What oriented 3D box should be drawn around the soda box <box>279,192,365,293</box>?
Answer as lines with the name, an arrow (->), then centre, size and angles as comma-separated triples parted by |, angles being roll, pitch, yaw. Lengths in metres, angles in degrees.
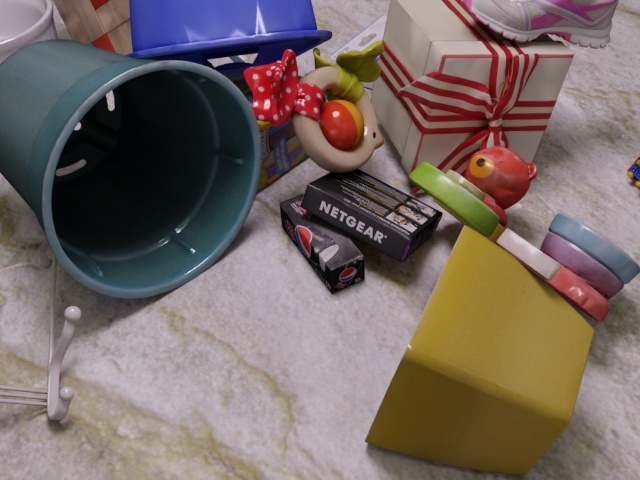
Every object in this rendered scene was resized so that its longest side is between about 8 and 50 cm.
soda box -> 0.000, 0.000, 1.150 | 0.060, 0.053, 0.169 | -22, 47, -19

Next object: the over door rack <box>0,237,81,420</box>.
over door rack -> -0.446, 0.072, 0.986 | 0.240, 0.108, 0.324 | 15, 36, -34

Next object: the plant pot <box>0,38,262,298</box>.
plant pot -> -0.322, -0.141, 1.136 | 0.341, 0.341, 0.334 | -34, 45, -27

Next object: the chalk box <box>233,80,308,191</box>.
chalk box -> -0.127, -0.174, 1.276 | 0.132, 0.132, 0.213 | 32, 54, 30

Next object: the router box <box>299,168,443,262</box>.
router box -> 0.078, -0.047, 1.152 | 0.179, 0.046, 0.133 | 29, 31, 18

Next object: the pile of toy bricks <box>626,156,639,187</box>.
pile of toy bricks -> 0.575, -0.073, 1.174 | 0.105, 0.118, 0.212 | 21, 30, -22

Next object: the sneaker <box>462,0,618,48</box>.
sneaker -> 0.335, -0.365, 1.140 | 0.253, 0.111, 0.103 | -1, 39, -18

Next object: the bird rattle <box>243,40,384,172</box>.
bird rattle -> 0.015, -0.202, 1.152 | 0.143, 0.206, 0.253 | -18, 13, 38

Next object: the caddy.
caddy -> -0.154, -0.351, 1.248 | 0.342, 0.179, 0.241 | -7, 11, 2

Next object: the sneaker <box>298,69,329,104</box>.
sneaker -> -0.022, -0.279, 1.404 | 0.080, 0.094, 0.212 | -32, 52, -25

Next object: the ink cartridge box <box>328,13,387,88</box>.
ink cartridge box -> 0.157, -0.365, 1.515 | 0.208, 0.045, 0.206 | 27, 52, 25

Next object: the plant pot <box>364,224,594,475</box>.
plant pot -> 0.194, 0.151, 0.895 | 0.187, 0.212, 0.212 | 25, 50, 10

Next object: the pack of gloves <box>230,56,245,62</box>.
pack of gloves -> -0.183, -0.319, 1.420 | 0.195, 0.046, 0.232 | -18, 18, -22

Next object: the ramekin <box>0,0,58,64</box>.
ramekin -> -0.660, -0.395, 1.524 | 0.278, 0.135, 0.277 | -1, 45, 1

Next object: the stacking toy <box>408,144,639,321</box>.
stacking toy -> 0.277, -0.042, 1.014 | 0.309, 0.279, 0.130 | 40, 97, 31

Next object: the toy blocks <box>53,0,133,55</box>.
toy blocks -> -0.356, -0.438, 1.468 | 0.382, 0.260, 0.191 | -15, 14, 36

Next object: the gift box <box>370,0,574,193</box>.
gift box -> 0.218, -0.238, 1.246 | 0.277, 0.255, 0.258 | -9, 43, -15
